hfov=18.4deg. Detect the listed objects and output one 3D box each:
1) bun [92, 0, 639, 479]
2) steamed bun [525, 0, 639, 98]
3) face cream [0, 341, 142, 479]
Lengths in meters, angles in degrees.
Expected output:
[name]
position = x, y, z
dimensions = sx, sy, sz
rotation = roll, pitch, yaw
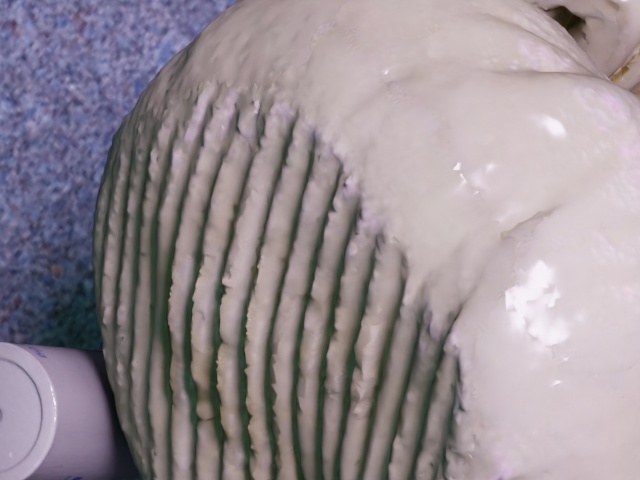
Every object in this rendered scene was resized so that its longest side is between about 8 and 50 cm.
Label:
[bun]
position = 0.051, 0.040, 0.926
dimensions = 0.365, 0.219, 0.365
rotation = 25, 121, 51
[steamed bun]
position = 0.144, -0.169, 1.037
dimensions = 0.276, 0.203, 0.289
rotation = -40, 70, 15
[face cream]
position = -0.114, 0.100, 1.093
dimensions = 0.077, 0.250, 0.077
rotation = -3, 84, 24
